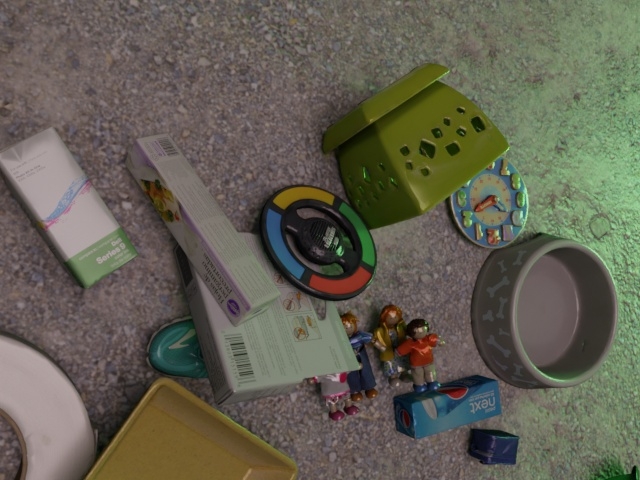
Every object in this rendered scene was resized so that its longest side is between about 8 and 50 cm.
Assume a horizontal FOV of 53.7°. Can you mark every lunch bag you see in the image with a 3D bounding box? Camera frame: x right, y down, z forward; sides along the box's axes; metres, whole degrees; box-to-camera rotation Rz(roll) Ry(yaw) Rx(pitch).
[{"bbox_3d":[0.352,0.424,1.288,0.098,0.067,0.065,10,84,-24],"label":"lunch bag"}]

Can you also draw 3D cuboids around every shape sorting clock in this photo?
[{"bbox_3d":[0.355,-0.085,1.318,0.206,0.040,0.206,1,89,-26],"label":"shape sorting clock"}]

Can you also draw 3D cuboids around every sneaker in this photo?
[{"bbox_3d":[-0.143,0.185,1.035,0.275,0.110,0.107,9,85,-24],"label":"sneaker"}]

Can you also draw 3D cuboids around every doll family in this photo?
[{"bbox_3d":[0.090,0.204,1.157,0.262,0.118,0.163,-15,106,-12],"label":"doll family"}]

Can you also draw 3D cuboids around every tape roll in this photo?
[{"bbox_3d":[-0.516,0.310,0.875,0.391,0.072,0.392,1,88,-26],"label":"tape roll"}]

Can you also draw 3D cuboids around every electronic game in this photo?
[{"bbox_3d":[0.000,0.000,1.095,0.229,0.048,0.229,19,50,-24],"label":"electronic game"}]

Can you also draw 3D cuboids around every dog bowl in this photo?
[{"bbox_3d":[0.489,0.151,1.344,0.348,0.102,0.349,1,88,-25],"label":"dog bowl"}]

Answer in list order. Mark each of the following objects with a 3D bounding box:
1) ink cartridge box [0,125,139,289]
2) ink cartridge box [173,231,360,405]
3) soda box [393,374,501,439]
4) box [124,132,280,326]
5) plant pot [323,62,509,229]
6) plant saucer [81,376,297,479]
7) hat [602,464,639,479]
[{"bbox_3d":[-0.367,-0.043,0.908,0.093,0.154,0.212,-37,104,-21],"label":"ink cartridge box"},{"bbox_3d":[-0.088,0.111,1.022,0.238,0.060,0.275,1,56,-39],"label":"ink cartridge box"},{"bbox_3d":[0.251,0.324,1.244,0.210,0.067,0.071,-7,92,-26],"label":"soda box"},{"bbox_3d":[-0.185,-0.022,0.966,0.067,0.063,0.324,-25,73,-46],"label":"box"},{"bbox_3d":[0.151,-0.170,1.127,0.227,0.228,0.207,-36,96,-22],"label":"plant pot"},{"bbox_3d":[-0.237,0.407,0.952,0.333,0.081,0.333,46,71,-34],"label":"plant saucer"},{"bbox_3d":[0.610,0.580,1.433,0.208,0.183,0.173,1,96,-67],"label":"hat"}]
